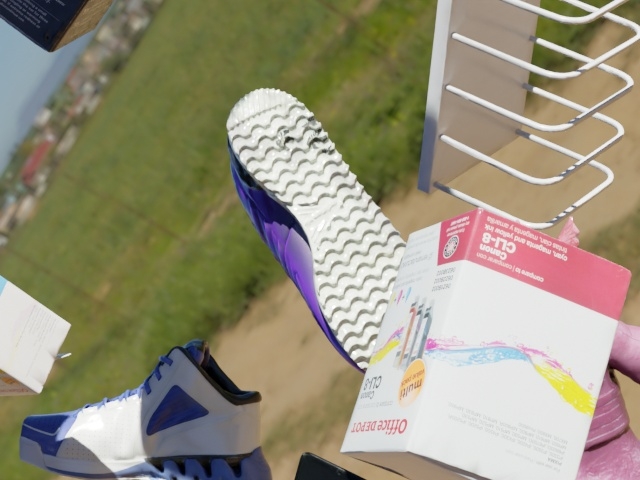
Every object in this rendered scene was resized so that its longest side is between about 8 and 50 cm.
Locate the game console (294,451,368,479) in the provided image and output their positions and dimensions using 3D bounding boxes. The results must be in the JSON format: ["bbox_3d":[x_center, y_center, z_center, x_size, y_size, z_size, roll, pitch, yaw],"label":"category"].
[{"bbox_3d":[0.030,0.295,1.692,0.071,0.122,0.107,-62,-23,-12],"label":"game console"}]

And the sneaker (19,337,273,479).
[{"bbox_3d":[-0.206,0.210,1.948,0.127,0.315,0.182,8,-94,-81],"label":"sneaker"}]

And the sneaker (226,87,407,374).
[{"bbox_3d":[0.001,-0.001,1.500,0.102,0.293,0.146,-26,-6,-16],"label":"sneaker"}]

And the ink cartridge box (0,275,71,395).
[{"bbox_3d":[-0.351,0.106,1.693,0.092,0.143,0.090,-7,53,45],"label":"ink cartridge box"}]

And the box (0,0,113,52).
[{"bbox_3d":[-0.223,-0.299,1.481,0.207,0.108,0.153,-52,4,17],"label":"box"}]

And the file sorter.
[{"bbox_3d":[0.243,-0.177,1.744,0.193,0.173,0.278,-32,-42,-41],"label":"file sorter"}]

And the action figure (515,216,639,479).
[{"bbox_3d":[0.206,0.163,1.375,0.248,0.370,0.275,-8,13,31],"label":"action figure"}]

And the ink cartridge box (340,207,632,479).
[{"bbox_3d":[0.114,0.089,1.085,0.128,0.127,0.176,-22,48,68],"label":"ink cartridge box"}]
